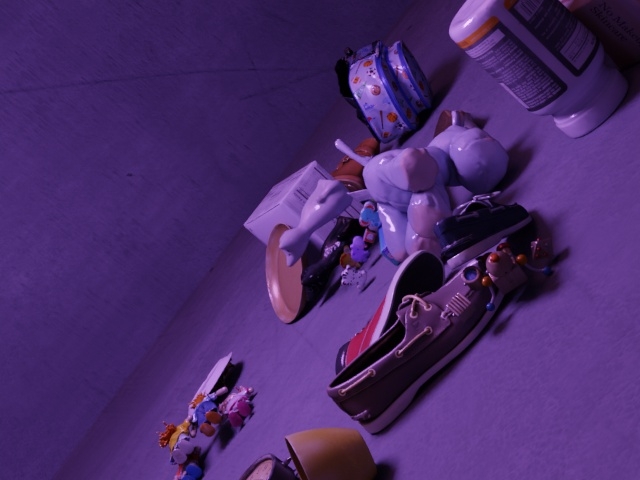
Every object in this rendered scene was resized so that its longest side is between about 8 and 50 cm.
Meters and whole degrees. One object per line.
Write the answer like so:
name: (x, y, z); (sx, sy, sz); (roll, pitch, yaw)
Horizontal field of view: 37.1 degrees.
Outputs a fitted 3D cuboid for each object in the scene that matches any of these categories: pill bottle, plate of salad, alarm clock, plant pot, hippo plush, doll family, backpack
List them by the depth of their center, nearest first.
plant pot: (0.021, 0.312, 1.319); (0.095, 0.134, 0.134); (-24, 8, -11)
alarm clock: (-0.105, 0.426, 1.525); (0.192, 0.064, 0.129); (-53, 13, -25)
pill bottle: (0.359, -0.306, 1.560); (0.162, 0.278, 0.162); (-46, 13, 14)
hippo plush: (0.217, -0.099, 1.757); (0.237, 0.234, 0.294); (-22, 19, -21)
doll family: (-0.261, 0.393, 2.041); (0.263, 0.118, 0.163); (-51, 12, -6)
plant pot: (-0.075, 0.076, 2.249); (0.236, 0.032, 0.236); (177, 90, -67)
plate of salad: (-0.261, 0.359, 2.314); (0.199, 0.048, 0.200); (-56, 4, 6)
backpack: (0.182, -0.393, 2.561); (0.213, 0.276, 0.263); (-28, 25, 27)

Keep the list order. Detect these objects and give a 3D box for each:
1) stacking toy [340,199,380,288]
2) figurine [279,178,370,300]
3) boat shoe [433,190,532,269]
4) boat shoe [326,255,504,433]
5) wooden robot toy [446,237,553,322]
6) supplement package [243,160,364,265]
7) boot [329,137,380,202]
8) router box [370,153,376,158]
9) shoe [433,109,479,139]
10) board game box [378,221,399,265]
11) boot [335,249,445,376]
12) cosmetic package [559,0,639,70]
stacking toy: (0.092, -0.020, 1.999); (0.167, 0.052, 0.221); (-91, 19, -74)
figurine: (0.000, 0.000, 2.087); (0.092, 0.215, 0.209); (21, 64, 37)
boat shoe: (0.241, -0.027, 1.440); (0.095, 0.079, 0.254); (-32, -4, 39)
boat shoe: (0.144, 0.140, 1.416); (0.324, 0.097, 0.116); (-48, 13, 9)
wooden robot toy: (0.240, 0.037, 1.321); (0.173, 0.079, 0.076); (-34, 53, 10)
supplement package: (-0.032, -0.048, 2.344); (0.145, 0.204, 0.262); (-53, 13, -23)
boot: (0.102, -0.184, 2.567); (0.220, 0.109, 0.283); (-50, 4, -17)
router box: (0.153, -0.154, 2.270); (0.038, 0.092, 0.122); (-48, 13, 9)
shoe: (0.303, -0.252, 2.145); (0.219, 0.058, 0.076); (-137, 67, -81)
board game box: (0.187, -0.052, 1.954); (0.160, 0.047, 0.210); (-46, 12, 16)
boot: (0.109, 0.132, 1.608); (0.176, 0.088, 0.244); (-32, 25, 59)
cosmetic package: (0.513, -0.386, 1.564); (0.129, 0.153, 0.296); (-56, 12, -20)
